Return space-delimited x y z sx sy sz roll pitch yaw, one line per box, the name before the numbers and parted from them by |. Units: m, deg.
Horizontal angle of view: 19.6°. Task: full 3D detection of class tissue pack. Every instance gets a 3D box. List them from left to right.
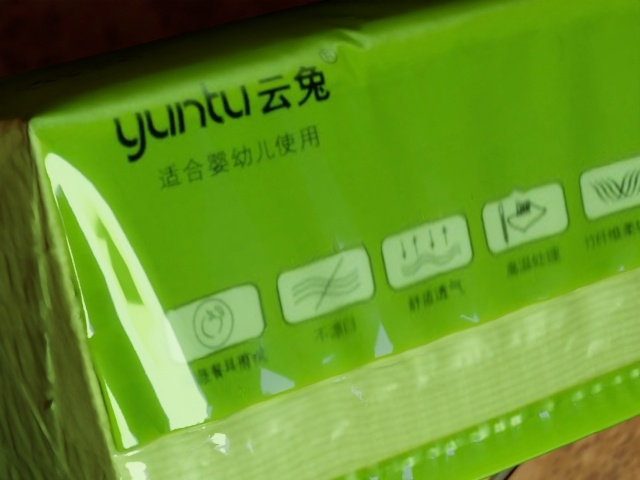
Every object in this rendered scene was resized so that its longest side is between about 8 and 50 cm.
tissue pack | 0.000 0.000 0.654 0.274 0.200 0.167 -19 101 -29
